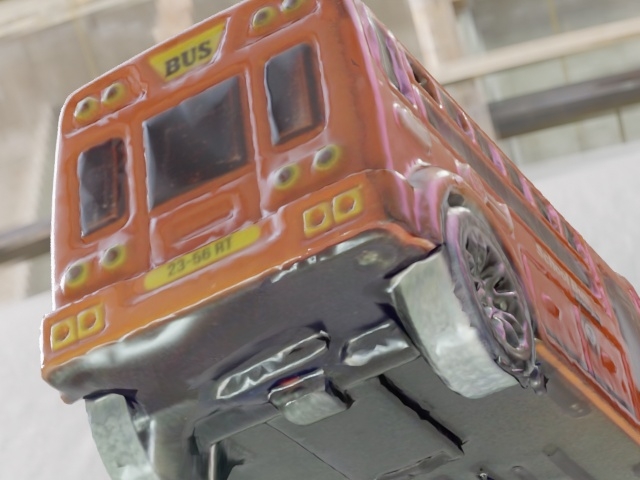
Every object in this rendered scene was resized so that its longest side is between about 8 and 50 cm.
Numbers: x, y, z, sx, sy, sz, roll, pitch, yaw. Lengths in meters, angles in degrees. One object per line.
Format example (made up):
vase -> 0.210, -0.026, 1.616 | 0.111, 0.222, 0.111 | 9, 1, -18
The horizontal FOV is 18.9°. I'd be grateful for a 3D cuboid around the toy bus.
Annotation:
toy bus -> 0.045, 0.052, 0.705 | 0.143, 0.329, 0.153 | -25, -129, 22
